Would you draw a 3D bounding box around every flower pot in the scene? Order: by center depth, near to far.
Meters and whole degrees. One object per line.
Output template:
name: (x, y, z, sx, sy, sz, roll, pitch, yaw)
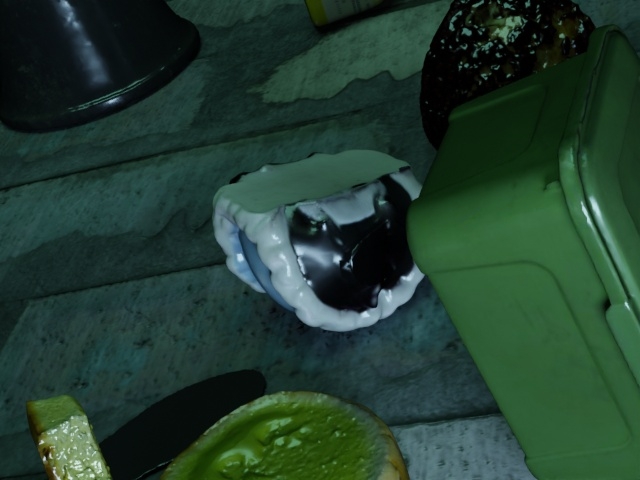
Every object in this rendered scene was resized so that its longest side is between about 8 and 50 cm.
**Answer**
flower pot: (-0.424, -0.377, 2.081, 0.379, 0.251, 0.379, -14, 32, 9)

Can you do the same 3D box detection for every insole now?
insole: (-0.193, 0.215, 1.216, 0.322, 0.007, 0.109, -32, 30, -18)

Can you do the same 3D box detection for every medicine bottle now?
medicine bottle: (0.070, -0.438, 1.998, 0.212, 0.122, 0.122, -20, 30, 2)

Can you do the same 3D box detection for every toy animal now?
toy animal: (0.000, 0.000, 1.304, 0.208, 0.156, 0.204, -17, 22, -28)

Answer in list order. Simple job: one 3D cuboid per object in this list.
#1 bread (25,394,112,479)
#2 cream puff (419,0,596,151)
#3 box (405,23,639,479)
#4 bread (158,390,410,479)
bread: (-0.171, 0.229, 0.964, 0.049, 0.226, 0.088, -22, 29, -14)
cream puff: (0.224, -0.178, 1.381, 0.165, 0.239, 0.239, 24, 51, 34)
box: (0.212, 0.030, 0.978, 0.177, 0.329, 0.253, -18, 26, 29)
bread: (-0.034, 0.224, 1.044, 0.236, 0.070, 0.236, -14, 30, 8)
